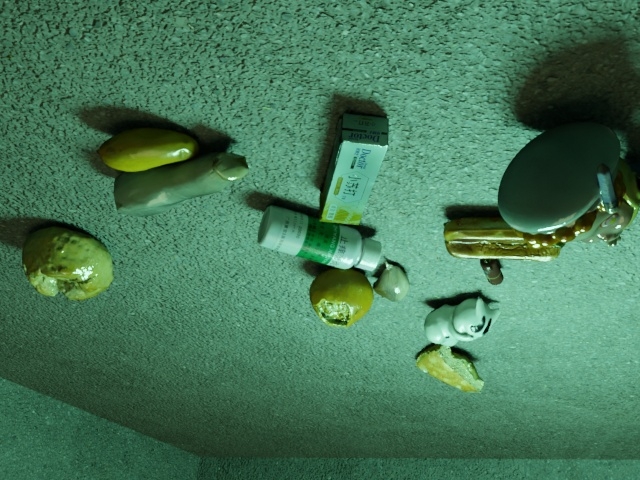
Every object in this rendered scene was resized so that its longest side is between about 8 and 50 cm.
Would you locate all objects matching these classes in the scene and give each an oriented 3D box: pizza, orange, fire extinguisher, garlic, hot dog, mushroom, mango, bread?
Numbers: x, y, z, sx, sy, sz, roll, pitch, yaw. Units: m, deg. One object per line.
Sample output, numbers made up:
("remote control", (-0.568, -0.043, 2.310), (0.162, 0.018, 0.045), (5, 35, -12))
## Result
("pizza", (0.372, 0.361, 2.565), (0.188, 0.080, 0.204), (40, 157, -11))
("orange", (0.049, 0.136, 2.110), (0.155, 0.134, 0.154), (1, 158, 0))
("fire extinguisher", (0.375, 0.058, 1.943), (0.039, 0.056, 0.132), (-26, 150, 8))
("garlic", (0.171, 0.105, 2.082), (0.084, 0.066, 0.152), (13, 157, -5))
("hot dog", (0.374, -0.009, 1.783), (0.250, 0.076, 0.104), (-1, 134, 11))
("mushroom", (-0.285, -0.114, 1.736), (0.351, 0.097, 0.109), (-13, 168, 32))
("mango", (-0.324, -0.170, 1.648), (0.190, 0.075, 0.098), (-2, 172, 7))
("bread", (-0.619, 0.066, 2.167), (0.245, 0.134, 0.244), (9, 153, 5))

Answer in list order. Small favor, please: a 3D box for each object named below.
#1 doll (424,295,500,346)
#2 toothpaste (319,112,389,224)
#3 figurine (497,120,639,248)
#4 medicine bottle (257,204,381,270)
("doll", (0.345, 0.203, 2.189), (0.181, 0.106, 0.110), (-16, 153, 42))
("toothpaste", (0.057, -0.127, 1.634), (0.089, 0.071, 0.313), (6, 154, -5))
("figurine", (0.467, -0.087, 1.493), (0.382, 0.205, 0.225), (4, 160, -43))
("medicine bottle", (0.000, 0.000, 1.885), (0.260, 0.095, 0.095), (15, 154, -16))
